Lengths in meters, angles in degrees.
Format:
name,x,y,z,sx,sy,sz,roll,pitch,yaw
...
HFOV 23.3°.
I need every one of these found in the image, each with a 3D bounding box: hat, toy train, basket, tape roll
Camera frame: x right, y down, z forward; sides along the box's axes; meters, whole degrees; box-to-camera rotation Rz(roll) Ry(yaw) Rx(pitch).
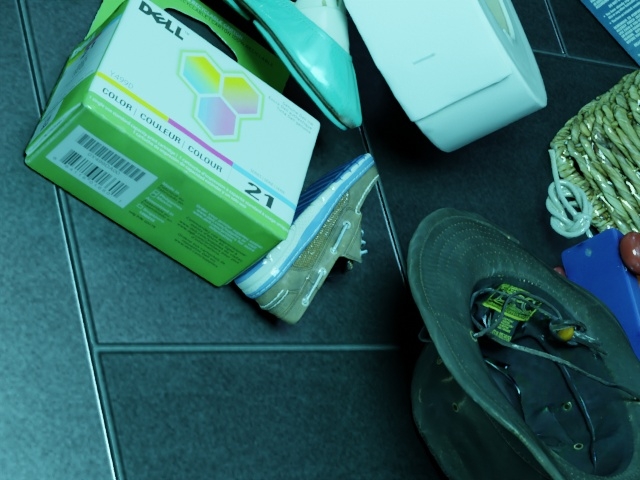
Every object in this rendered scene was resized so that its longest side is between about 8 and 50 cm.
name,x,y,z,sx,sy,sz,roll,pitch,yaw
hat,0.157,0.136,1.268,0.331,0.134,0.331,34,28,-21
toy train,0.292,0.035,1.480,0.143,0.105,0.248,17,54,-46
basket,0.399,-0.047,1.624,0.299,0.223,0.213,53,10,-2
tape roll,0.095,-0.223,1.373,0.286,0.100,0.286,57,17,-28

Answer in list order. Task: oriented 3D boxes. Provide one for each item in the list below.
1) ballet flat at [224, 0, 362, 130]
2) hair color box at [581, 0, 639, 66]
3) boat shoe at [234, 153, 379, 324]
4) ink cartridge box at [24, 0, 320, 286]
name,x,y,z,sx,sy,sz,roll,pitch,yaw
ballet flat,-0.032,-0.203,1.299,0.247,0.087,0.083,46,5,15
hair color box,0.403,-0.281,1.761,0.347,0.105,0.174,47,43,-9
boat shoe,0.000,0.000,1.272,0.066,0.066,0.183,50,53,-12
ink cartridge box,-0.097,-0.122,1.232,0.189,0.097,0.255,34,48,-21
